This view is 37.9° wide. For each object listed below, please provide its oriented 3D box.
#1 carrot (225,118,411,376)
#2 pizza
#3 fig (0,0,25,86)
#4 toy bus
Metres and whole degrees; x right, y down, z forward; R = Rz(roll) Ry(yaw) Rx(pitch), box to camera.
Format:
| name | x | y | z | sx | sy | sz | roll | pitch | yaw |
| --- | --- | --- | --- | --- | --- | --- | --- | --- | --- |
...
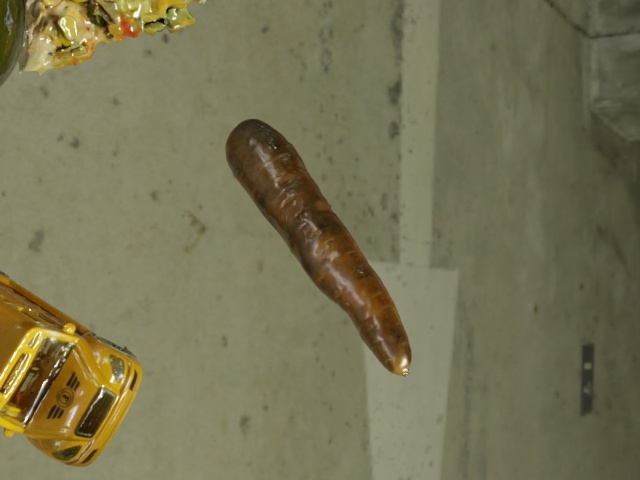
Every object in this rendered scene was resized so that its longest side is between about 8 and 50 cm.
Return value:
| name | x | y | z | sx | sy | sz | roll | pitch | yaw |
| --- | --- | --- | --- | --- | --- | --- | --- | --- | --- |
| carrot | -0.001 | 0.000 | 0.472 | 0.165 | 0.035 | 0.035 | 55 | 20 | 24 |
| pizza | -0.222 | -0.260 | 0.955 | 0.226 | 0.069 | 0.147 | -24 | 127 | -14 |
| fig | -0.240 | -0.125 | 0.551 | 0.127 | 0.133 | 0.185 | 68 | -8 | -28 |
| toy bus | -0.182 | 0.060 | 0.524 | 0.070 | 0.162 | 0.074 | -60 | 155 | -7 |
